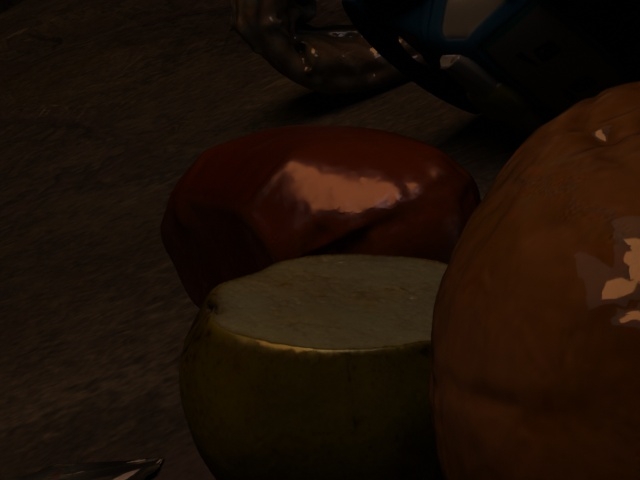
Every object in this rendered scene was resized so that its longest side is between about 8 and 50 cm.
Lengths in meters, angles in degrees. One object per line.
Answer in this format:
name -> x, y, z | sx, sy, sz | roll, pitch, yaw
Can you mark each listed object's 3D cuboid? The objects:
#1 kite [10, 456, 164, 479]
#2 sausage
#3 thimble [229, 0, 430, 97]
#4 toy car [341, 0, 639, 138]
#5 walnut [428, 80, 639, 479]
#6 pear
kite -> -0.172, 0.160, 0.937 | 0.141, 0.015, 0.245 | -17, 12, 24
sausage -> 0.002, -0.001, 1.046 | 0.133, 0.133, 0.258 | -27, 12, -19
thimble -> 0.038, -0.231, 1.673 | 0.229, 0.196, 0.148 | -51, 11, 5
toy car -> 0.151, -0.155, 1.288 | 0.314, 0.198, 0.166 | 6, 65, 54
walnut -> 0.131, 0.043, 0.594 | 0.195, 0.195, 0.222 | -21, 11, 3
pear -> 0.011, 0.070, 0.835 | 0.141, 0.104, 0.141 | 2, 21, -1
